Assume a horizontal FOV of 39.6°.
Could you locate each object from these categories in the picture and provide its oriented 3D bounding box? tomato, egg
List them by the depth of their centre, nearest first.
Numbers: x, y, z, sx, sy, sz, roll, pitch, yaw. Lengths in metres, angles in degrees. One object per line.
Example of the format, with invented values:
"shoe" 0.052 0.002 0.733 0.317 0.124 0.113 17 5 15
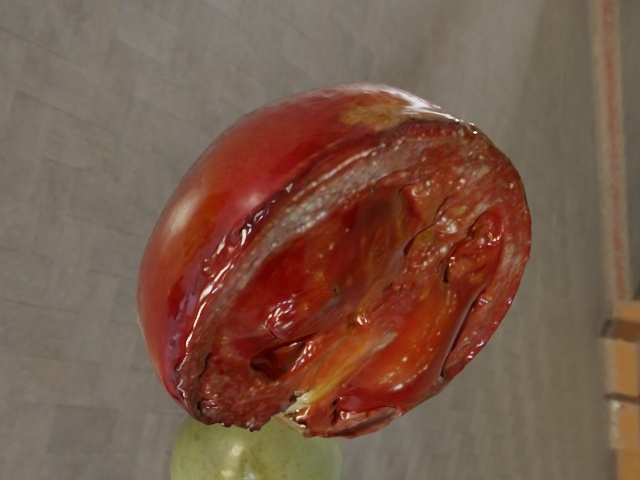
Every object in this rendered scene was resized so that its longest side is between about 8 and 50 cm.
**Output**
"tomato" 0.000 0.000 0.492 0.200 0.139 0.233 -47 143 6
"egg" -0.076 0.297 1.189 0.295 0.219 0.218 37 65 -72
